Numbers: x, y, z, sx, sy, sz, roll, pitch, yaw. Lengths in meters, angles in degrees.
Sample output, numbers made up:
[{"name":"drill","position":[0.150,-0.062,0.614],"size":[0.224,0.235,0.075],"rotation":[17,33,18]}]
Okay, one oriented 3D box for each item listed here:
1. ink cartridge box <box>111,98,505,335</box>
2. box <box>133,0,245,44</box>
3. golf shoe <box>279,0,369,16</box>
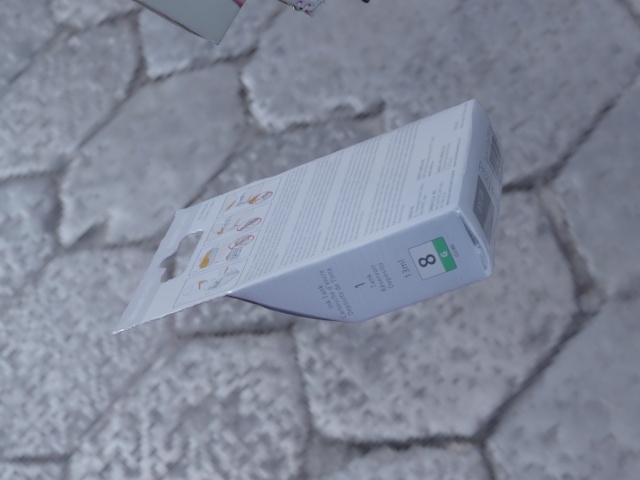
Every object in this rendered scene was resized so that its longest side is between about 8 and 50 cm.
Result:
[{"name":"ink cartridge box","position":[0.000,0.000,0.957],"size":[0.225,0.056,0.181],"rotation":[-22,20,18]},{"name":"box","position":[-0.093,-0.294,1.206],"size":[0.232,0.127,0.148],"rotation":[-57,36,10]},{"name":"golf shoe","position":[-0.029,-0.286,1.718],"size":[0.186,0.086,0.067],"rotation":[-10,13,-7]}]
